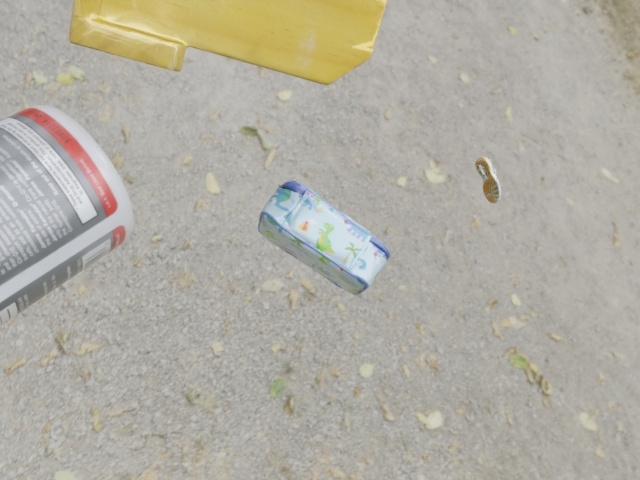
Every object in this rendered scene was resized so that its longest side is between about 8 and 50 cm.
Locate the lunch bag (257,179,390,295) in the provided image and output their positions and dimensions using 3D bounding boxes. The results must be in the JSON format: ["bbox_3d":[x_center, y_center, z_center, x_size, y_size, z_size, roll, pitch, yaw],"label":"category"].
[{"bbox_3d":[0.000,0.000,1.010,0.219,0.176,0.090,34,75,2],"label":"lunch bag"}]

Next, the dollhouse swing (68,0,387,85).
[{"bbox_3d":[-0.104,-0.369,0.691,0.305,0.346,0.315,7,18,-25],"label":"dollhouse swing"}]

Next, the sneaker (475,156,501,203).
[{"bbox_3d":[0.297,-0.106,1.042,0.037,0.032,0.083,-18,92,-53],"label":"sneaker"}]

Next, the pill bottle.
[{"bbox_3d":[-0.426,0.007,0.704,0.210,0.210,0.363,49,56,1],"label":"pill bottle"}]
